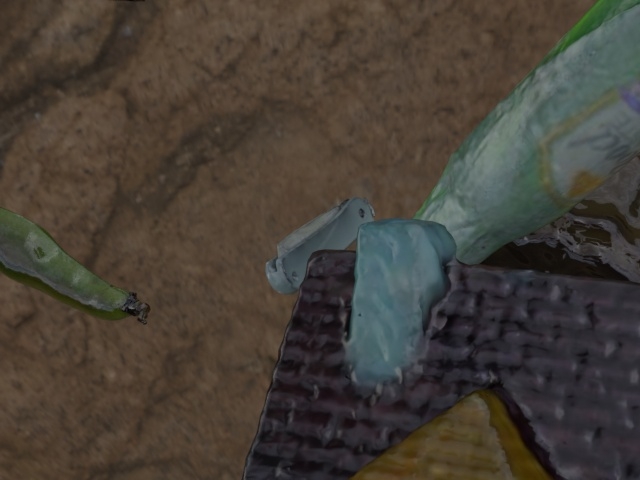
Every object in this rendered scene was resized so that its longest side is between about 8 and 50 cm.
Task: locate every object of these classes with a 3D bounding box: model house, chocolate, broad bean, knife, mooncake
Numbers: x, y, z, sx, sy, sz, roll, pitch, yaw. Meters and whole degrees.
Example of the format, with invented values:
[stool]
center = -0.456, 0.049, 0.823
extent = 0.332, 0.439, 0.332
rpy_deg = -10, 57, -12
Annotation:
[model house]
center = 0.100, 0.121, 0.618
extent = 0.281, 0.230, 0.248
rpy_deg = 6, 100, 26
[chocolate]
center = 0.166, -0.073, 0.879
extent = 0.291, 0.110, 0.110
rpy_deg = -46, 62, 27
[broad bean]
center = -0.328, 0.036, 1.576
extent = 0.325, 0.075, 0.067
rpy_deg = 26, 48, 19
[knife]
center = 0.000, 0.000, 1.116
extent = 0.044, 0.023, 0.162
rpy_deg = 61, 37, -9
[mooncake]
center = 0.263, 0.048, 1.424
extent = 0.324, 0.324, 0.187
rpy_deg = 18, 45, 13
